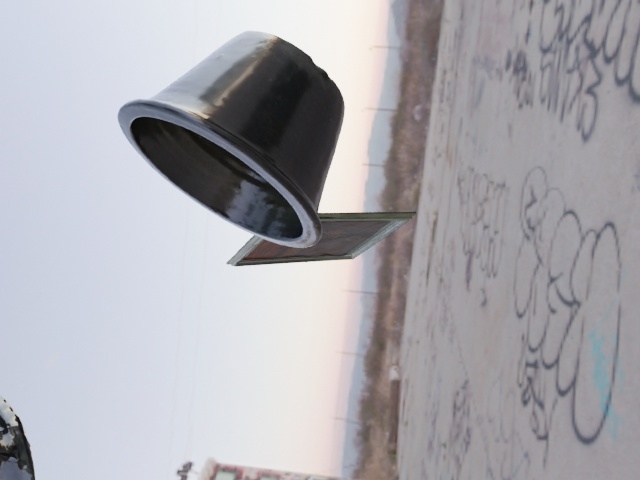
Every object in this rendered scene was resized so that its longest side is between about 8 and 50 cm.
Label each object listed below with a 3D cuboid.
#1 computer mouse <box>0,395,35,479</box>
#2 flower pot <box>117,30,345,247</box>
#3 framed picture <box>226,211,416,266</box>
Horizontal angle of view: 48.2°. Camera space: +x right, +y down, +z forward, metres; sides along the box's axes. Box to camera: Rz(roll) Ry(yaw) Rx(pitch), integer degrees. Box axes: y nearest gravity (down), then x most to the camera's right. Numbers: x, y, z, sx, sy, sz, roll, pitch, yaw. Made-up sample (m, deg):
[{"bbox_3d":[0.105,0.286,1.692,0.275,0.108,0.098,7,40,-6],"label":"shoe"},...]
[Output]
[{"bbox_3d":[-0.227,0.134,0.473,0.047,0.135,0.079,-18,-44,-59],"label":"computer mouse"},{"bbox_3d":[-0.068,-0.114,0.737,0.148,0.235,0.235,-58,-16,-18],"label":"flower pot"},{"bbox_3d":[0.000,0.000,1.230,0.216,0.274,0.016,-38,60,54],"label":"framed picture"}]
